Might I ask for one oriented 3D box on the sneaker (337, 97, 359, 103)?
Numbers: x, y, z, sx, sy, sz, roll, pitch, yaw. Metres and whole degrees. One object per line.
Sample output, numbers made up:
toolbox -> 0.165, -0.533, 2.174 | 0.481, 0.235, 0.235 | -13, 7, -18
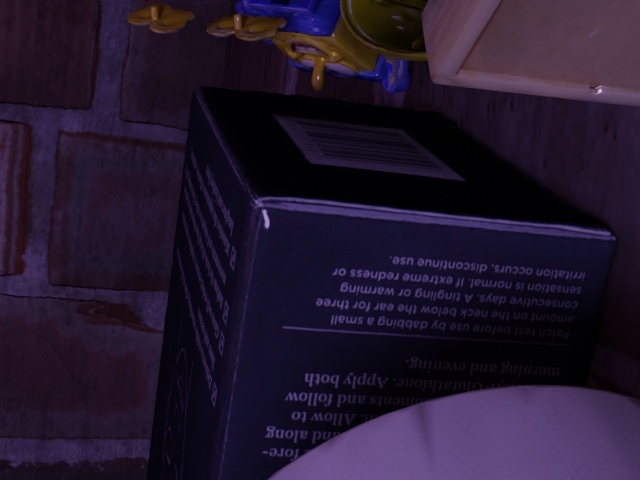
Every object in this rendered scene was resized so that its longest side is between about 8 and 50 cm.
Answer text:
sneaker -> 0.000, 0.000, 0.964 | 0.107, 0.109, 0.276 | -164, 79, -75

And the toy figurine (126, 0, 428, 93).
toy figurine -> 0.030, -0.220, 0.898 | 0.362, 0.217, 0.191 | 12, 81, 33

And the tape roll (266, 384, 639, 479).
tape roll -> 0.074, 0.196, 0.346 | 0.169, 0.246, 0.246 | -107, 26, -57

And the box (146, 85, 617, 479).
box -> 0.003, 0.122, 0.709 | 0.293, 0.211, 0.396 | -122, 40, -66

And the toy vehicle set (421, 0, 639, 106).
toy vehicle set -> 0.153, -0.128, 0.295 | 0.267, 0.165, 0.035 | 120, 150, -58
